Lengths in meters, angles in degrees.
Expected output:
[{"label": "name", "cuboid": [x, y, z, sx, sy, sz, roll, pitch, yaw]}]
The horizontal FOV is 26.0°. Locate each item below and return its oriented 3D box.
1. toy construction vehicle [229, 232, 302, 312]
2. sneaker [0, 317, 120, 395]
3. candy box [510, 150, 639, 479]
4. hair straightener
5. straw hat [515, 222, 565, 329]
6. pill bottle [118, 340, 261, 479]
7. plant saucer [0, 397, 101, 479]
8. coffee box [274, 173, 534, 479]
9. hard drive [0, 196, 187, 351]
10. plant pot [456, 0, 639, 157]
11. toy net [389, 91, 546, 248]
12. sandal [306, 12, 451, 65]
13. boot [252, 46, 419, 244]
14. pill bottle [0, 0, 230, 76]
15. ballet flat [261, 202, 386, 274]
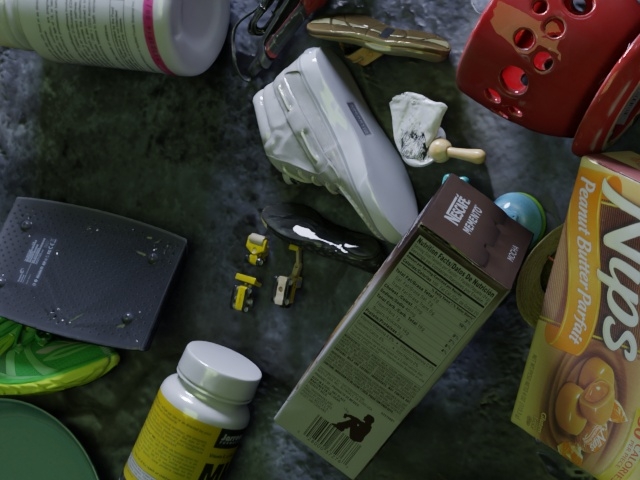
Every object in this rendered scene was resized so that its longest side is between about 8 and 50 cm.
[{"label": "toy construction vehicle", "cuboid": [-0.062, 0.044, 1.699, 0.086, 0.035, 0.098, 12, 94, 35]}, {"label": "sneaker", "cuboid": [-0.401, 0.136, 1.809, 0.295, 0.109, 0.123, 2, 93, 23]}, {"label": "candy box", "cuboid": [0.322, 0.087, 1.428, 0.183, 0.087, 0.316, 32, 118, 41]}, {"label": "hair straightener", "cuboid": [-0.037, -0.291, 1.678, 0.230, 0.047, 0.089, -54, 52, 22]}, {"label": "straw hat", "cuboid": [0.264, 0.026, 1.528, 0.144, 0.144, 0.061, -62, 31, 13]}, {"label": "pill bottle", "cuboid": [-0.158, 0.236, 1.696, 0.119, 0.119, 0.208, 29, 103, 21]}, {"label": "plant saucer", "cuboid": [-0.409, 0.366, 1.856, 0.317, 0.044, 0.317, 1, 93, 24]}, {"label": "coffee box", "cuboid": [0.092, 0.093, 1.515, 0.119, 0.168, 0.297, 36, 116, 2]}, {"label": "hard drive", "cuboid": [-0.301, 0.046, 1.757, 0.254, 0.054, 0.172, 13, 70, 20]}, {"label": "plant pot", "cuboid": [0.263, -0.195, 1.457, 0.174, 0.191, 0.191, 36, 105, 17]}, {"label": "toy net", "cuboid": [0.149, -0.066, 1.593, 0.122, 0.045, 0.232, -44, 72, 24]}, {"label": "sandal", "cuboid": [0.064, -0.226, 1.619, 0.180, 0.072, 0.049, 16, 119, 19]}, {"label": "boot", "cuboid": [0.014, -0.091, 1.637, 0.123, 0.095, 0.258, -34, 73, 32]}, {"label": "pill bottle", "cuboid": [-0.269, -0.293, 1.709, 0.283, 0.160, 0.160, 8, 95, 24]}, {"label": "ballet flat", "cuboid": [0.000, 0.000, 1.659, 0.173, 0.049, 0.057, 24, 58, 27]}]
